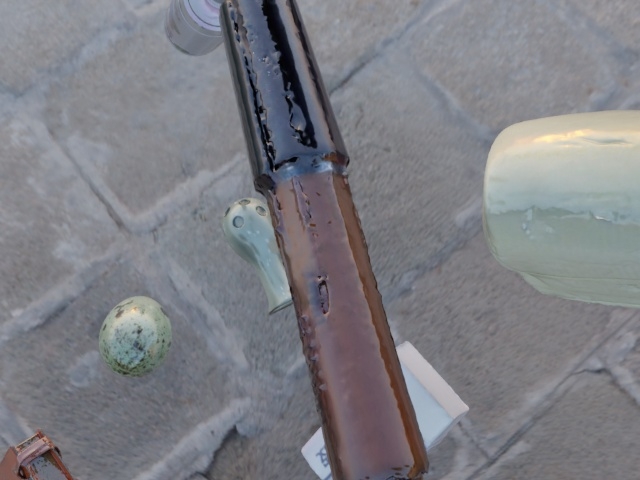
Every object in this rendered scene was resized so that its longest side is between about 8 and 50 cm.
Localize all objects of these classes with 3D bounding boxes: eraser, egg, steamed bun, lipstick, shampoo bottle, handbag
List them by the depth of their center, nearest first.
[{"bbox_3d":[0.000,0.000,0.712,0.077,0.077,0.419,-13,71,-7],"label":"lipstick"},{"bbox_3d":[-0.217,0.112,1.139,0.085,0.085,0.110,3,32,-3],"label":"egg"},{"bbox_3d":[-0.145,-0.298,1.241,0.092,0.303,0.092,-1,95,-14],"label":"shampoo bottle"},{"bbox_3d":[0.080,0.247,1.252,0.124,0.068,0.210,48,119,20],"label":"eraser"},{"bbox_3d":[-0.368,0.333,1.264,0.062,0.190,0.127,-31,79,-37],"label":"handbag"},{"bbox_3d":[0.478,-0.063,1.625,0.371,0.456,0.290,4,72,27],"label":"steamed bun"}]

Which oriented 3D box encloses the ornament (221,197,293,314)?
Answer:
[{"bbox_3d":[-0.075,0.015,1.305,0.081,0.075,0.156,-24,82,-43],"label":"ornament"}]
